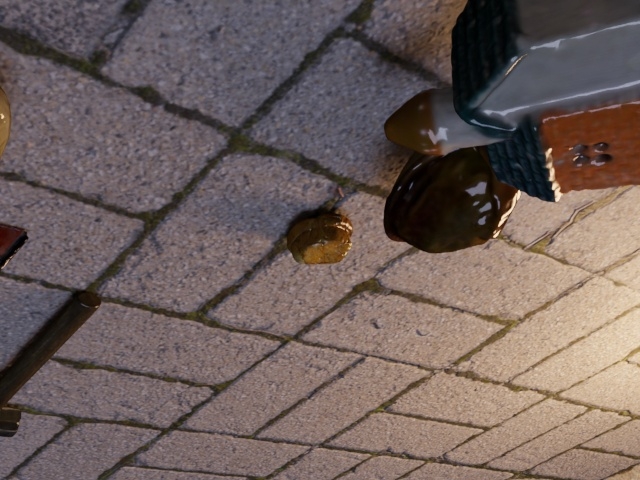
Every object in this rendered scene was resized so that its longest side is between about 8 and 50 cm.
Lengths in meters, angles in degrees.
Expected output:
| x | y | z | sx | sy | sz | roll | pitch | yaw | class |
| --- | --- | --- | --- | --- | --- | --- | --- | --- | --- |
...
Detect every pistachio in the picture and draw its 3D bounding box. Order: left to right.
| x | y | z | sx | sy | sz | roll | pitch | yaw | class |
| --- | --- | --- | --- | --- | --- | --- | --- | --- | --- |
| 0.150 | -0.050 | 0.912 | 0.165 | 0.130 | 0.210 | 3 | 151 | -28 | pistachio |

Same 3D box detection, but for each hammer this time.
| x | y | z | sx | sy | sz | roll | pitch | yaw | class |
| --- | --- | --- | --- | --- | --- | --- | --- | --- | --- |
| -0.401 | 0.176 | 1.139 | 0.111 | 0.043 | 0.365 | 19 | 134 | -38 | hammer |

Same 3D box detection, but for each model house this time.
| x | y | z | sx | sy | sz | roll | pitch | yaw | class |
| --- | --- | --- | --- | --- | --- | --- | --- | --- | --- |
| 0.200 | -0.161 | 0.744 | 0.301 | 0.190 | 0.271 | -11 | 145 | 17 | model house |

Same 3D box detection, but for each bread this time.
| x | y | z | sx | sy | sz | roll | pitch | yaw | class |
| --- | --- | --- | --- | --- | --- | --- | --- | --- | --- |
| 0.000 | 0.000 | 1.008 | 0.083 | 0.046 | 0.081 | -22 | 151 | 10 | bread |

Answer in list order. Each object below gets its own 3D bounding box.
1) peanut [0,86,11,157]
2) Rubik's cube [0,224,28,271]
| x | y | z | sx | sy | sz | roll | pitch | yaw | class |
| --- | --- | --- | --- | --- | --- | --- | --- | --- | --- |
| -0.337 | -0.071 | 0.751 | 0.099 | 0.090 | 0.214 | 11 | 140 | -20 | peanut |
| -0.433 | 0.043 | 0.919 | 0.191 | 0.211 | 0.178 | -17 | 178 | -39 | Rubik's cube |
